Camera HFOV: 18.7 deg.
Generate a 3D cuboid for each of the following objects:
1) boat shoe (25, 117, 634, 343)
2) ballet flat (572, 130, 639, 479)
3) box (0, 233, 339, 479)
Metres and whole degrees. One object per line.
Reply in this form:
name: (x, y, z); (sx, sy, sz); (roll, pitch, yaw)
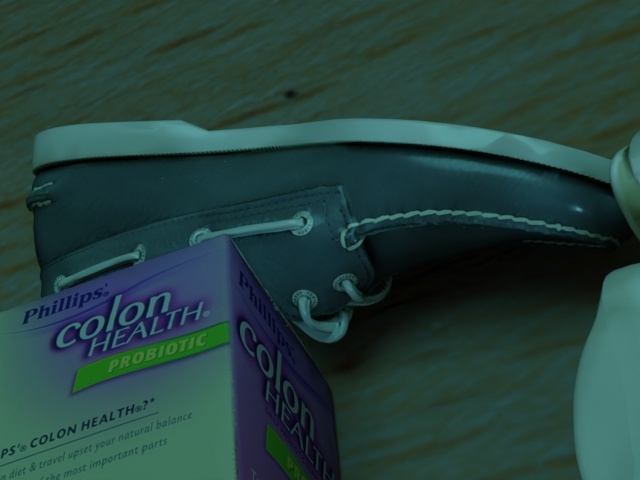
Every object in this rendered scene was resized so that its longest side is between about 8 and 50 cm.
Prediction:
boat shoe: (0.000, 0.000, 0.899); (0.320, 0.116, 0.099); (2, 81, 29)
ballet flat: (0.152, 0.032, 0.736); (0.116, 0.124, 0.342); (-17, 42, 41)
box: (-0.106, 0.149, 0.791); (0.214, 0.117, 0.243); (-20, 44, 14)
